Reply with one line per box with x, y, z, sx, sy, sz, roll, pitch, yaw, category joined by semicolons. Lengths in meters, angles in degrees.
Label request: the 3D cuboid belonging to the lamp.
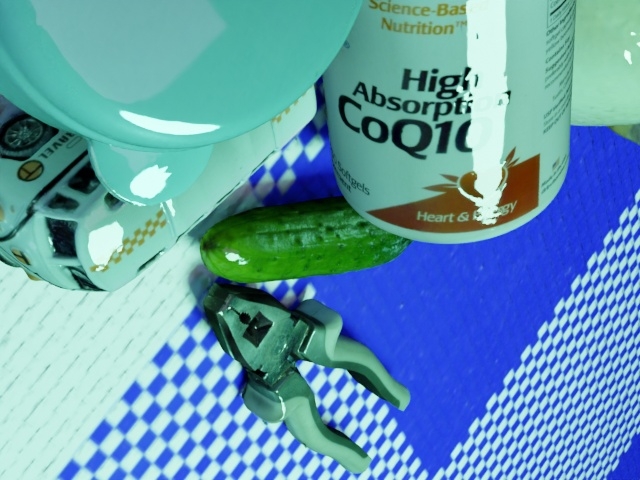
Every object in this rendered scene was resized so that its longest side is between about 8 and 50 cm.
-0.079;-0.160;0.538;0.209;0.147;0.284;-51;150;-19;lamp

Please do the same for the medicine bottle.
0.073;-0.147;0.758;0.157;0.157;0.288;-41;143;-29;medicine bottle

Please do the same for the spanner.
-0.010;0.100;0.946;0.095;0.040;0.325;-57;149;-9;spanner

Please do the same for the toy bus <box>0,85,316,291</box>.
-0.086;-0.051;0.671;0.194;0.089;0.087;-44;144;-24;toy bus

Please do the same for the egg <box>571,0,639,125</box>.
0.279;-0.214;0.964;0.337;0.201;0.337;-31;135;-36;egg

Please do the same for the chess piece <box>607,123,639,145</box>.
0.368;-0.201;1.158;0.137;0.137;0.301;5;110;-56;chess piece

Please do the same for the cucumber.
0.000;0.000;0.868;0.250;0.056;0.056;-6;119;-51;cucumber
